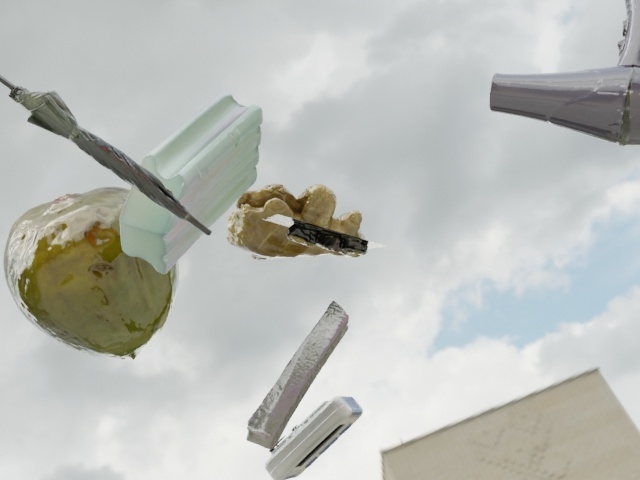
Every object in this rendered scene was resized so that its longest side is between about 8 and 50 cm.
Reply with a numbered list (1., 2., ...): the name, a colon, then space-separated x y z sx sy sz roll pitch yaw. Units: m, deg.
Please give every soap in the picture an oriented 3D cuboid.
1. soap: -0.209 -0.102 1.351 0.289 0.095 0.173 -51 -20 -42

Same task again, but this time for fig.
1. fig: -0.431 0.068 1.594 0.343 0.343 0.343 -15 -39 -13

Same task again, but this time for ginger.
1. ginger: -0.028 -0.053 1.850 0.375 0.166 0.236 -11 -49 -41

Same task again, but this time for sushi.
1. sushi: 0.000 0.000 1.388 0.200 0.031 0.139 16 -6 -10

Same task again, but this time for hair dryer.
1. hair dryer: 0.450 -0.312 1.297 0.301 0.361 0.121 11 -28 20

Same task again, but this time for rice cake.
1. rice cake: -0.045 0.292 1.786 0.365 0.072 0.056 -56 -24 -25

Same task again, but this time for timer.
1. timer: -0.018 0.474 1.985 0.253 0.078 0.178 -44 -20 3

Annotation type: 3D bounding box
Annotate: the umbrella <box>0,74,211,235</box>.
1. umbrella: -0.210 -0.087 0.751 0.269 0.044 0.044 40 -39 -11
